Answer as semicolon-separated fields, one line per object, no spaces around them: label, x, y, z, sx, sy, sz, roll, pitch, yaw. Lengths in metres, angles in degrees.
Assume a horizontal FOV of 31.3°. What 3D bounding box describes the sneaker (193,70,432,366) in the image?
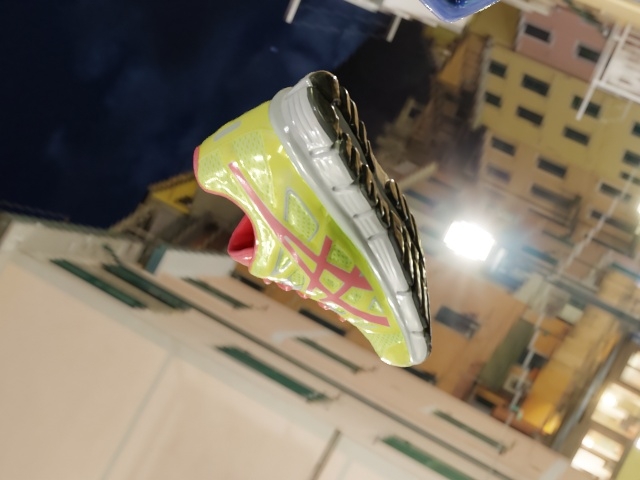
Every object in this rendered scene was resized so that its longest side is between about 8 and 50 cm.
sneaker;0.000;0.000;0.630;0.081;0.094;0.208;-92;-21;-48

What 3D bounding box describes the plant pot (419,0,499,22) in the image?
plant pot;0.104;-0.314;0.701;0.236;0.212;0.236;-26;-32;22
